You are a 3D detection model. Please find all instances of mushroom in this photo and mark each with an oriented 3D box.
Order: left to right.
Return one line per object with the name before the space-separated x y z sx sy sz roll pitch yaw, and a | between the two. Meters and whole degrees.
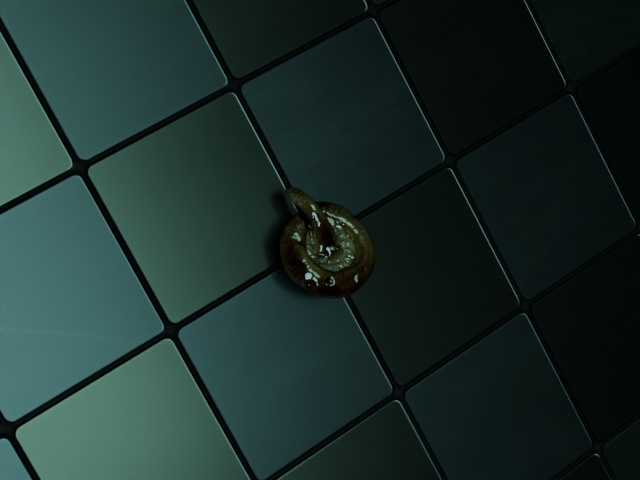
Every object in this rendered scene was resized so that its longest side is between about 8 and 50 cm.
mushroom | -0.001 0.000 1.817 0.135 0.080 0.171 -33 99 -34
